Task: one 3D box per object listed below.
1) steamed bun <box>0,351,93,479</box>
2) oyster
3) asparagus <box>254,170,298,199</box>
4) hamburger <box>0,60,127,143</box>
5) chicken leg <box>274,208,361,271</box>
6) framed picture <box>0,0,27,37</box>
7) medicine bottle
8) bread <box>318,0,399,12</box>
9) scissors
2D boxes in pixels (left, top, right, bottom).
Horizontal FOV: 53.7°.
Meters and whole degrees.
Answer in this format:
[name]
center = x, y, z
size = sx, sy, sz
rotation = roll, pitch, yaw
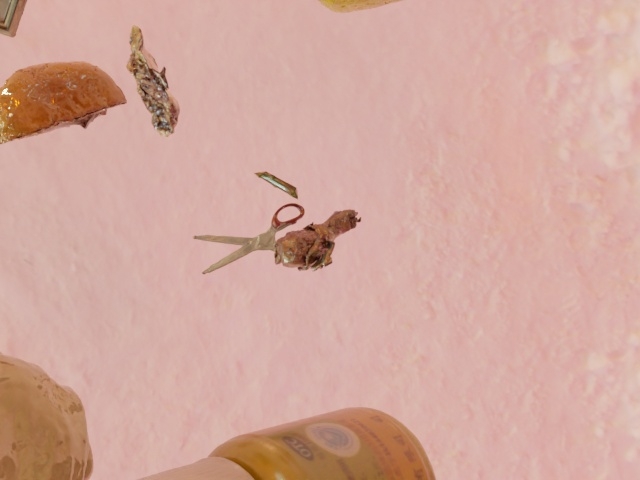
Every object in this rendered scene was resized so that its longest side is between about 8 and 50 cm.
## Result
[steamed bun]
center = -0.390, 0.257, 0.706
size = 0.289, 0.276, 0.203
rotation = -26, 130, 20
[oyster]
center = -0.407, -0.387, 1.518
size = 0.083, 0.223, 0.214
rotation = -21, 147, -9
[asparagus]
center = -0.089, -0.118, 1.299
size = 0.108, 0.025, 0.021
rotation = 30, 84, 8
[hamburger]
center = -0.483, -0.257, 1.150
size = 0.124, 0.262, 0.131
rotation = -1, 111, 38
[chicken leg]
center = -0.007, 0.002, 1.161
size = 0.125, 0.196, 0.080
rotation = -18, 101, 28
[framed picture]
center = -0.396, -0.360, 0.671
size = 0.217, 0.017, 0.274
rotation = 7, 132, -39
[medicine bottle]
center = -0.048, 0.331, 0.731
size = 0.384, 0.224, 0.224
rotation = 3, 113, -47
[bread]
center = 0.050, -0.412, 0.859
size = 0.170, 0.197, 0.197
rotation = -1, 111, 14
[scissors]
center = -0.135, 0.006, 1.314
size = 0.247, 0.017, 0.144
rotation = -12, 75, -20
